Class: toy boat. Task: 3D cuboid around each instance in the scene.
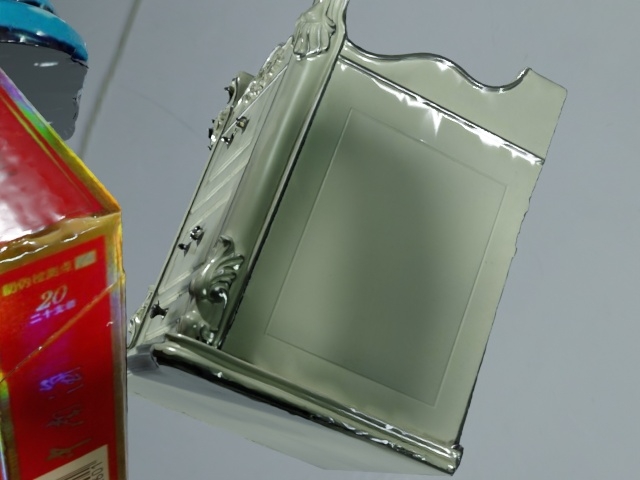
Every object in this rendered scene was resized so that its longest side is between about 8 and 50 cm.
[{"bbox_3d":[-0.244,-0.142,0.829,0.134,0.299,0.092,2,81,-15],"label":"toy boat"}]

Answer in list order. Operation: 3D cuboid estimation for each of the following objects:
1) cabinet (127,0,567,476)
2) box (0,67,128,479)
[{"bbox_3d":[0.000,0.000,0.906,0.228,0.290,0.317,23,74,-13],"label":"cabinet"},{"bbox_3d":[-0.204,0.053,0.695,0.197,0.089,0.313,46,144,33],"label":"box"}]
